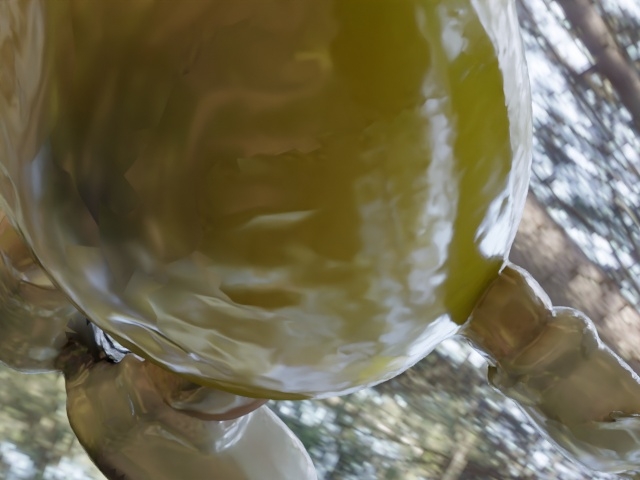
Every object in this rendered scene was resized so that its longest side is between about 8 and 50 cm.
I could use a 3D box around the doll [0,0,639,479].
[{"bbox_3d":[-0.027,-0.001,0.676,0.423,0.348,0.161,-8,-143,49],"label":"doll"}]
